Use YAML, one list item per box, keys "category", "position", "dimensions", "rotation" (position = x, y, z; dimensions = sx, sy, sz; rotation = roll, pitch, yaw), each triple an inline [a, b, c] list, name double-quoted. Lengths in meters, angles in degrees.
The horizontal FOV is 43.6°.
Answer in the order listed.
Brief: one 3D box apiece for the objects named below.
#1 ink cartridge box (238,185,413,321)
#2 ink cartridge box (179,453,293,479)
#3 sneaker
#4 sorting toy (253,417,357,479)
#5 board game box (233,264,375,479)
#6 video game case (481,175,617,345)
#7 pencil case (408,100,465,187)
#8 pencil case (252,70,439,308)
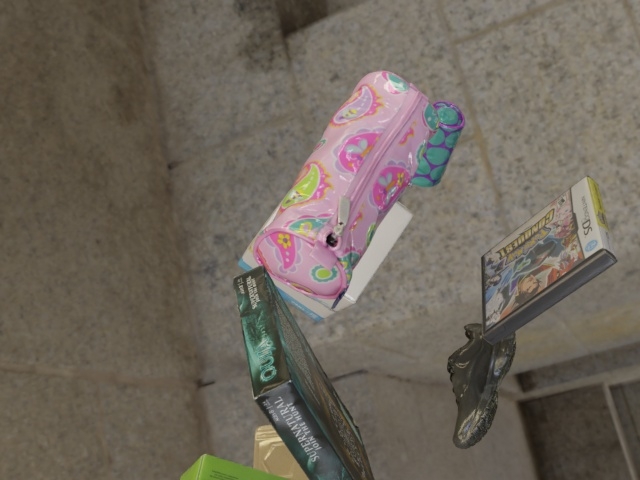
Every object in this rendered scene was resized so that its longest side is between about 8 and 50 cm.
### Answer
- category: "ink cartridge box"
  position: [0.000, 0.000, 1.439]
  dimensions: [0.197, 0.198, 0.270]
  rotation: [36, -17, -3]
- category: "ink cartridge box"
  position: [-0.146, 0.445, 1.268]
  dimensions: [0.189, 0.255, 0.097]
  rotation: [21, 51, -15]
- category: "sneaker"
  position: [0.321, 0.302, 1.691]
  dimensions: [0.109, 0.130, 0.286]
  rotation: [74, 37, -53]
- category: "sorting toy"
  position: [-0.074, 0.470, 1.553]
  dimensions: [0.041, 0.307, 0.229]
  rotation: [65, 19, -53]
- category: "board game box"
  position: [-0.003, 0.121, 0.545]
  dimensions: [0.126, 0.026, 0.186]
  rotation: [-111, 175, -58]
- category: "video game case"
  position: [0.403, 0.033, 1.461]
  dimensions: [0.035, 0.275, 0.248]
  rotation: [38, 33, -16]
- category: "pencil case"
  position: [0.179, -0.151, 1.279]
  dimensions: [0.064, 0.070, 0.151]
  rotation: [-52, 167, -36]
- category: "pencil case"
  position: [0.036, -0.065, 0.915]
  dimensions: [0.284, 0.124, 0.124]
  rotation: [-58, 132, -32]
